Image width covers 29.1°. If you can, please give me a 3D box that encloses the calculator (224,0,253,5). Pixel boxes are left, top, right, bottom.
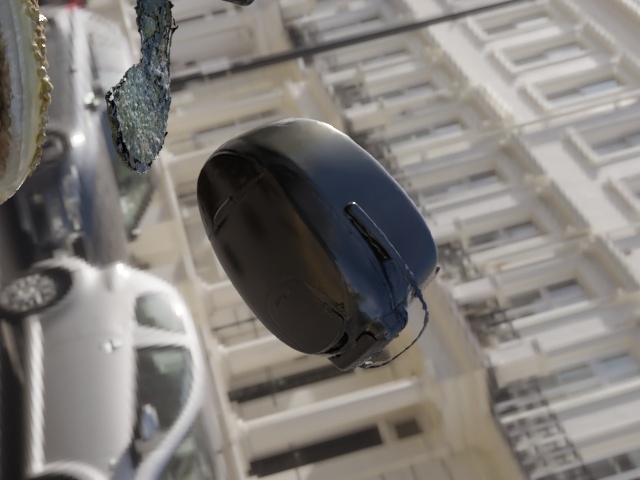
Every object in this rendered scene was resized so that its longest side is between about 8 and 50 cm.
[{"bbox_3d":[-0.136,-0.321,1.175,0.161,0.261,0.021,-65,151,-4],"label":"calculator"}]

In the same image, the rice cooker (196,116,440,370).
[{"bbox_3d":[0.000,0.001,0.915,0.203,0.118,0.142,50,-37,2],"label":"rice cooker"}]

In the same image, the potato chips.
[{"bbox_3d":[-0.213,-0.193,1.490,0.202,0.029,0.220,62,36,-67],"label":"potato chips"}]

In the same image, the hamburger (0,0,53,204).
[{"bbox_3d":[-0.312,-0.155,0.907,0.302,0.170,0.302,32,-51,49],"label":"hamburger"}]
